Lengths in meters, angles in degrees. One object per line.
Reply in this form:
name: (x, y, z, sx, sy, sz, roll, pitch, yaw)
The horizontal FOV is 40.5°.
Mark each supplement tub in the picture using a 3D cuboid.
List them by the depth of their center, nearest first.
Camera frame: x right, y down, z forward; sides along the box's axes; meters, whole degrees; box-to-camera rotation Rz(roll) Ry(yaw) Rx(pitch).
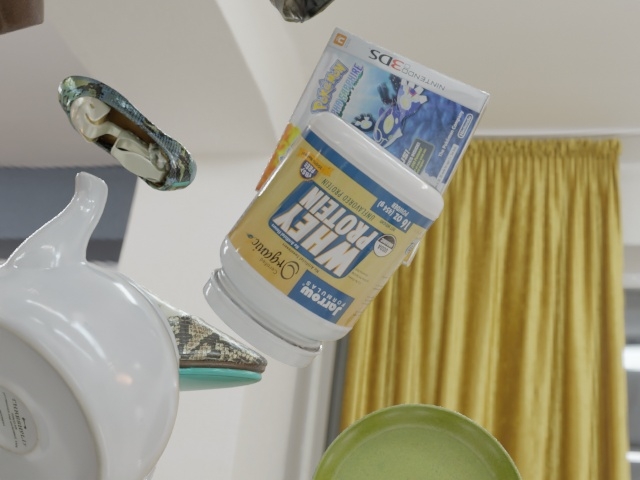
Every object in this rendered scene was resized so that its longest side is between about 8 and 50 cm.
supplement tub: (0.000, 0.000, 0.785, 0.144, 0.199, 0.144, 35, 9, -6)

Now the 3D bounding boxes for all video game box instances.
video game box: (0.056, -0.103, 0.945, 0.187, 0.205, 0.048, 25, -2, 11)

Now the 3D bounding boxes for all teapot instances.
teapot: (-0.221, 0.119, 0.801, 0.252, 0.187, 0.256, 45, -54, 3)

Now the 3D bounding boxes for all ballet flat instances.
ballet flat: (-0.221, -0.117, 0.948, 0.188, 0.070, 0.070, 32, -25, 6)
ballet flat: (-0.319, 0.148, 1.168, 0.483, 0.181, 0.164, -10, -17, -15)

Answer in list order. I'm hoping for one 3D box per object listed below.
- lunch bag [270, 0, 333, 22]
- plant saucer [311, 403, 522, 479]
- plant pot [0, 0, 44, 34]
lunch bag: (-0.040, -0.381, 0.880, 0.169, 0.235, 0.287, -34, -3, -15)
plant saucer: (0.104, 0.301, 0.945, 0.241, 0.240, 0.037, 6, -15, 2)
plant pot: (-0.436, -0.372, 1.086, 0.216, 0.215, 0.230, -7, -70, 27)
